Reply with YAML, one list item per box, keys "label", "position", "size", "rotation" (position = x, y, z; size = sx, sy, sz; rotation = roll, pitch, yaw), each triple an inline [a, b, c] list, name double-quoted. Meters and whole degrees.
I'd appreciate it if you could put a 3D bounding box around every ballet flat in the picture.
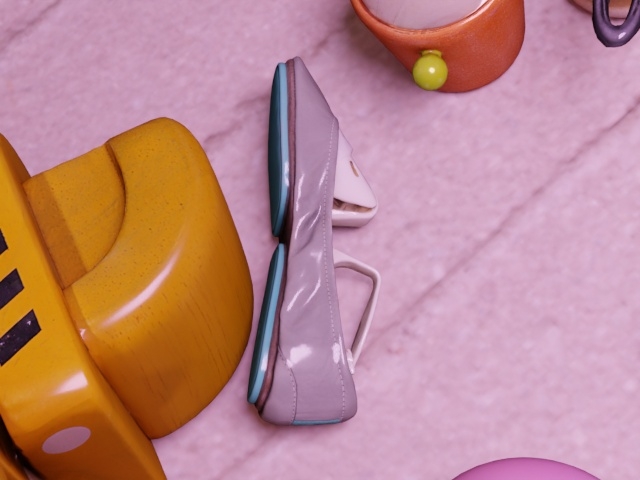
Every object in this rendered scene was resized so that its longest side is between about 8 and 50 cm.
- label: "ballet flat"
  position: [0.000, 0.000, 0.765]
  size: [0.068, 0.072, 0.213]
  rotation: [6, 69, -8]

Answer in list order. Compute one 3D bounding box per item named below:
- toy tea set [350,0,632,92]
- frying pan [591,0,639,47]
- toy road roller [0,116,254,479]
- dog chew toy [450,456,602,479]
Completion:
- label: "toy tea set"
  position: [0.063, -0.239, 0.798]
  size: [0.200, 0.124, 0.336]
  rotation: [-35, 62, 3]
- label: "frying pan"
  position: [0.154, -0.261, 0.745]
  size: [0.197, 0.053, 0.326]
  rotation: [26, 67, 28]
- label: "toy road roller"
  position: [-0.130, 0.083, 0.698]
  size: [0.241, 0.202, 0.329]
  rotation: [-26, 61, -5]
- label: "dog chew toy"
  position: [0.027, 0.201, 0.560]
  size: [0.207, 0.206, 0.332]
  rotation: [36, 45, 27]
